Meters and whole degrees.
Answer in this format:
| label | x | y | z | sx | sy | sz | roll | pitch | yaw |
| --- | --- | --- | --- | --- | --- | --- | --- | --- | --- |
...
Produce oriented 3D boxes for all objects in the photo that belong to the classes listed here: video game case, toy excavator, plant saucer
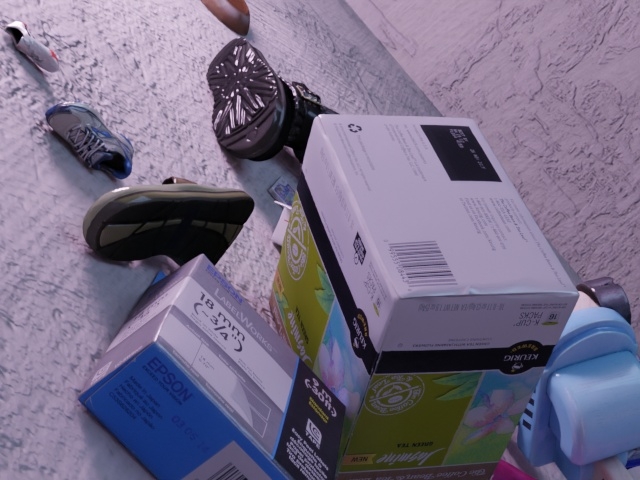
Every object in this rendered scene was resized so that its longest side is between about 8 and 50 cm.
| label | x | y | z | sx | sy | sz | roll | pitch | yaw |
| --- | --- | --- | --- | --- | --- | --- | --- | --- | --- |
| video game case | -0.035 | -0.049 | 1.915 | 0.122 | 0.011 | 0.087 | 49 | 17 | -6 |
| toy excavator | 0.453 | 0.344 | 1.889 | 0.445 | 0.222 | 0.432 | -122 | -155 | -51 |
| plant saucer | -0.206 | -0.508 | 2.387 | 0.198 | 0.036 | 0.198 | 45 | 19 | -20 |

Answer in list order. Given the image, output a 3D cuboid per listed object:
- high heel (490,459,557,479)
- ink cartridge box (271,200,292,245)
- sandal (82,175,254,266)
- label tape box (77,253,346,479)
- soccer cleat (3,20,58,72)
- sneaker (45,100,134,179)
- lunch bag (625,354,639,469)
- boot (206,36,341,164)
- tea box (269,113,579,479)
| label | x | y | z | sx | sy | sz | roll | pitch | yaw |
| --- | --- | --- | --- | --- | --- | --- | --- | --- | --- |
| high heel | 0.287 | 0.347 | 1.691 | 0.377 | 0.127 | 0.181 | 6 | 59 | -63 |
| ink cartridge box | 0.000 | 0.000 | 1.753 | 0.104 | 0.060 | 0.180 | 25 | 3 | 31 |
| sandal | -0.176 | -0.034 | 1.367 | 0.086 | 0.120 | 0.303 | 42 | 13 | 24 |
| label tape box | -0.091 | 0.144 | 1.216 | 0.240 | 0.106 | 0.333 | 48 | 18 | -12 |
| soccer cleat | -0.363 | -0.242 | 1.459 | 0.083 | 0.029 | 0.035 | 49 | 26 | 4 |
| sneaker | -0.272 | -0.118 | 1.395 | 0.135 | 0.052 | 0.058 | 34 | 28 | -43 |
| lunch bag | 0.533 | 0.277 | 2.308 | 0.385 | 0.239 | 0.327 | 19 | 33 | -48 |
| boot | -0.051 | -0.187 | 1.956 | 0.260 | 0.131 | 0.348 | 41 | 19 | -30 |
| tea box | 0.101 | 0.071 | 1.392 | 0.220 | 0.323 | 0.329 | -1 | 40 | -18 |
